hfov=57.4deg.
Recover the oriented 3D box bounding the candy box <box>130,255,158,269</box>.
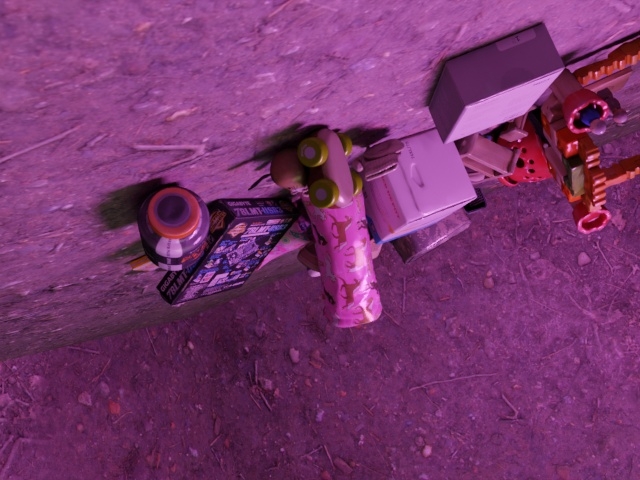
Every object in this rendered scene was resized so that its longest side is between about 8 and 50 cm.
[{"bbox_3d":[-0.444,0.056,1.659,0.105,0.027,0.206,-22,173,7],"label":"candy box"}]

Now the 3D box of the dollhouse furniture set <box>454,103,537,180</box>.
[{"bbox_3d":[0.417,-0.262,1.444,0.129,0.184,0.129,22,173,-12],"label":"dollhouse furniture set"}]

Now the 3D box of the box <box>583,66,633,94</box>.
[{"bbox_3d":[0.754,-0.411,1.639,0.201,0.021,0.164,-22,173,16],"label":"box"}]

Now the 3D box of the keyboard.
[{"bbox_3d":[0.673,-0.273,1.602,0.317,0.201,0.033,-4,149,-45],"label":"keyboard"}]

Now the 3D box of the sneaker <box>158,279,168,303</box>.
[{"bbox_3d":[-0.339,0.067,1.692,0.292,0.110,0.118,-37,-173,10],"label":"sneaker"}]

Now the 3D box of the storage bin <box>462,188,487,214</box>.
[{"bbox_3d":[0.472,-0.171,1.993,0.122,0.180,0.084,-16,171,-34],"label":"storage bin"}]

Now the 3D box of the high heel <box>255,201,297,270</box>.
[{"bbox_3d":[-0.135,-0.012,1.633,0.244,0.117,0.082,-32,165,32],"label":"high heel"}]

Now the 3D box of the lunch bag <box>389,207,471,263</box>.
[{"bbox_3d":[0.292,-0.086,1.819,0.212,0.256,0.305,-30,173,-4],"label":"lunch bag"}]

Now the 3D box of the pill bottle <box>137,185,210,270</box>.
[{"bbox_3d":[-0.278,-0.024,1.110,0.130,0.130,0.245,-19,173,-17],"label":"pill bottle"}]

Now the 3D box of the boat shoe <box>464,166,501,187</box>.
[{"bbox_3d":[0.517,-0.235,1.829,0.355,0.130,0.132,-10,171,-28],"label":"boat shoe"}]

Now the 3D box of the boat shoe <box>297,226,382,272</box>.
[{"bbox_3d":[0.066,0.005,1.665,0.341,0.121,0.110,-16,137,-51],"label":"boat shoe"}]

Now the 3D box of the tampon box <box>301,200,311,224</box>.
[{"bbox_3d":[0.044,-0.093,1.647,0.120,0.101,0.161,-23,174,24],"label":"tampon box"}]

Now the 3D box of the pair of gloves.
[{"bbox_3d":[0.063,-0.158,1.250,0.240,0.042,0.204,-17,-162,20],"label":"pair of gloves"}]

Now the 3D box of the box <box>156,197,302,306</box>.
[{"bbox_3d":[-0.221,0.020,1.459,0.293,0.073,0.295,-51,162,23],"label":"box"}]

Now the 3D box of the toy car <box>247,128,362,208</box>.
[{"bbox_3d":[-0.040,-0.120,1.107,0.188,0.149,0.155,-12,-172,25],"label":"toy car"}]

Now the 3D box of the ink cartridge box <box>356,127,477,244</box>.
[{"bbox_3d":[0.226,-0.132,1.490,0.197,0.198,0.270,-20,173,-13],"label":"ink cartridge box"}]

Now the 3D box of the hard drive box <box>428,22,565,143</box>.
[{"bbox_3d":[0.312,-0.277,1.078,0.181,0.089,0.232,-21,174,0],"label":"hard drive box"}]

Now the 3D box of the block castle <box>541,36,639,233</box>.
[{"bbox_3d":[0.705,-0.222,1.350,0.303,0.213,0.453,-21,138,11],"label":"block castle"}]

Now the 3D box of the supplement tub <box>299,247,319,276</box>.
[{"bbox_3d":[0.000,0.000,1.828,0.144,0.200,0.144,-20,173,-3],"label":"supplement tub"}]

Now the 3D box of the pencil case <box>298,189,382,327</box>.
[{"bbox_3d":[0.052,0.030,1.464,0.160,0.386,0.167,-8,-161,10],"label":"pencil case"}]

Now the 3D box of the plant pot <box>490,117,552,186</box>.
[{"bbox_3d":[0.586,-0.255,1.678,0.174,0.191,0.191,-19,176,41],"label":"plant pot"}]

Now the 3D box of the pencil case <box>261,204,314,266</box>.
[{"bbox_3d":[-0.127,-0.005,1.751,0.284,0.124,0.124,-24,172,31],"label":"pencil case"}]
